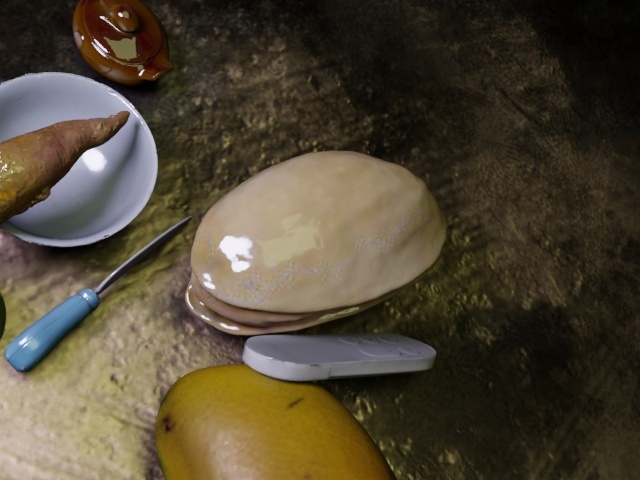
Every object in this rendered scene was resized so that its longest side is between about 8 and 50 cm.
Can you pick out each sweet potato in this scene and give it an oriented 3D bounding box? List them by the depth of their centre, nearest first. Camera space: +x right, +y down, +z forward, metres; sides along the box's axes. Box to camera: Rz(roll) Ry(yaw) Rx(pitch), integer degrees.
[{"bbox_3d":[-0.259,-0.072,0.795,0.068,0.068,0.226,48,60,3],"label":"sweet potato"}]

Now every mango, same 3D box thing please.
[{"bbox_3d":[-0.032,0.247,0.794,0.211,0.173,0.317,-22,66,-25],"label":"mango"}]

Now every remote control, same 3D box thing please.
[{"bbox_3d":[0.026,0.116,0.886,0.245,0.077,0.022,5,101,-43],"label":"remote control"}]

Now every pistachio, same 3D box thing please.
[{"bbox_3d":[0.000,0.000,0.906,0.293,0.162,0.181,-17,60,-27],"label":"pistachio"}]

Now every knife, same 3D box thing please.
[{"bbox_3d":[-0.209,0.042,0.868,0.032,0.058,0.244,45,61,3],"label":"knife"}]

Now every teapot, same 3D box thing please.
[{"bbox_3d":[-0.215,-0.226,0.966,0.098,0.078,0.129,-36,85,-29],"label":"teapot"}]

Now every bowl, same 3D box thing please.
[{"bbox_3d":[-0.264,-0.065,0.876,0.189,0.086,0.189,8,65,-17],"label":"bowl"}]

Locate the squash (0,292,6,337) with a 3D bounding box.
[{"bbox_3d":[-0.330,0.049,0.774,0.105,0.132,0.105,9,64,-19],"label":"squash"}]
